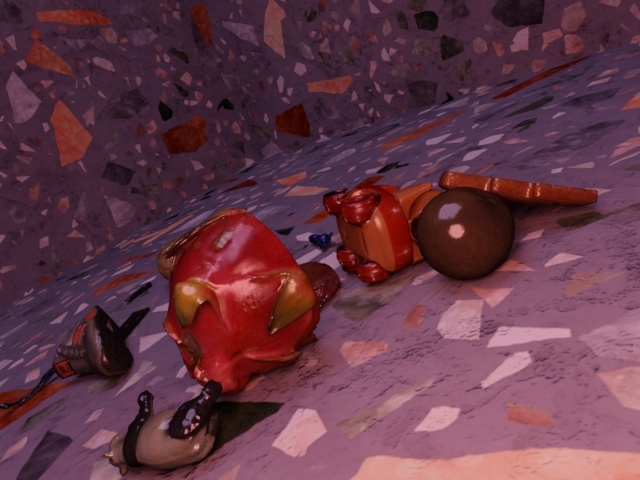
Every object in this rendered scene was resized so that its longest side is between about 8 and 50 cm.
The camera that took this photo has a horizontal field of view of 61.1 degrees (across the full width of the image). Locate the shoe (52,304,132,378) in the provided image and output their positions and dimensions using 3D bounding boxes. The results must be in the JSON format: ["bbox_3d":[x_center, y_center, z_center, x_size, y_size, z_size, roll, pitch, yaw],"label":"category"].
[{"bbox_3d":[-0.577,0.275,1.327,0.171,0.132,0.336,-40,23,-14],"label":"shoe"}]

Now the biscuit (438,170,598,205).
[{"bbox_3d":[0.385,-0.096,1.081,0.307,0.043,0.284,13,7,42],"label":"biscuit"}]

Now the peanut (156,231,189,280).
[{"bbox_3d":[-0.456,0.050,1.832,0.147,0.146,0.305,-24,12,4],"label":"peanut"}]

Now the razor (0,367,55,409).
[{"bbox_3d":[-0.736,0.380,1.383,0.044,0.028,0.154,-10,23,39],"label":"razor"}]

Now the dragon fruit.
[{"bbox_3d":[-0.164,0.119,0.942,0.226,0.305,0.306,-37,20,-25],"label":"dragon fruit"}]

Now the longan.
[{"bbox_3d":[0.258,-0.014,0.964,0.187,0.167,0.167,-28,16,-23],"label":"longan"}]

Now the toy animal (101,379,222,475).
[{"bbox_3d":[-0.246,0.301,0.846,0.225,0.093,0.121,-16,28,25],"label":"toy animal"}]

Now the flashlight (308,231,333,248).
[{"bbox_3d":[0.000,0.000,1.504,0.057,0.035,0.121,-55,20,-11],"label":"flashlight"}]

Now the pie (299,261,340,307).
[{"bbox_3d":[-0.057,0.114,1.197,0.205,0.054,0.219,-29,18,-13],"label":"pie"}]

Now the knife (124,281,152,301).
[{"bbox_3d":[-0.625,0.178,1.860,0.031,0.018,0.121,-15,21,34],"label":"knife"}]

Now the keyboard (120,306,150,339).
[{"bbox_3d":[-0.552,0.248,1.552,0.061,0.013,0.204,-21,17,13],"label":"keyboard"}]

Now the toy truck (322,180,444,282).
[{"bbox_3d":[0.152,-0.036,1.155,0.239,0.188,0.265,-19,16,-14],"label":"toy truck"}]
